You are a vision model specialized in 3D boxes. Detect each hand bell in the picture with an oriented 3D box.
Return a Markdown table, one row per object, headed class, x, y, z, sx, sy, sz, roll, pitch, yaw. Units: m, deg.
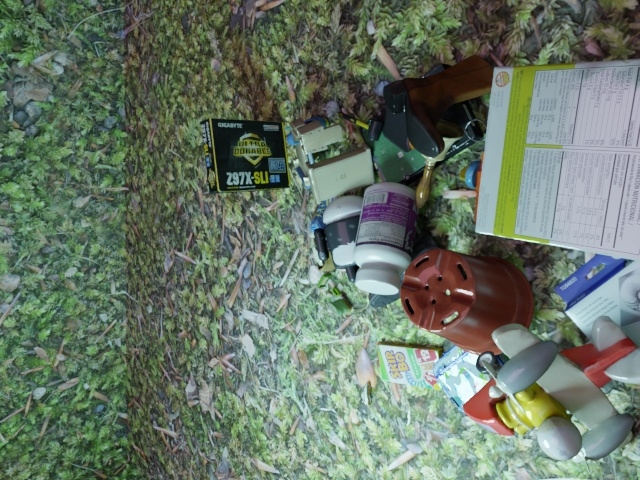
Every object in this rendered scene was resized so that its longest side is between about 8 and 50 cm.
| class | x | y | z | sx | sy | sz | roll | pitch | yaw |
| --- | --- | --- | --- | --- | --- | --- | --- | --- | --- |
| hand bell | 0.297 | -0.197 | 1.417 | 0.126 | 0.126 | 0.241 | 39 | 135 | 35 |

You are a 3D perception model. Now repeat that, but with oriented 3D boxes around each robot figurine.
| class | x | y | z | sx | sy | sz | roll | pitch | yaw |
| --- | --- | --- | --- | --- | --- | --- | --- | --- | --- |
| robot figurine | 0.108 | -0.008 | 1.664 | 0.174 | 0.209 | 0.277 | -24 | 79 | 62 |

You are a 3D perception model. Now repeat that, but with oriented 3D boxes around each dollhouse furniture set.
| class | x | y | z | sx | sy | sz | roll | pitch | yaw |
| --- | --- | --- | --- | --- | --- | --- | --- | --- | --- |
| dollhouse furniture set | 0.055 | 0.187 | 1.815 | 0.151 | 0.076 | 0.058 | 51 | 129 | 29 |
| dollhouse furniture set | 0.014 | -0.317 | 1.678 | 0.303 | 0.198 | 0.286 | -119 | 12 | -48 |

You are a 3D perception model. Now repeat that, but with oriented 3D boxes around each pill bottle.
| class | x | y | z | sx | sy | sz | roll | pitch | yaw |
| --- | --- | --- | --- | --- | --- | --- | --- | --- | --- |
| pill bottle | 0.187 | -0.003 | 1.503 | 0.169 | 0.169 | 0.301 | -9 | 61 | 46 |

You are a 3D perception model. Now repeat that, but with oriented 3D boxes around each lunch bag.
| class | x | y | z | sx | sy | sz | roll | pitch | yaw |
| --- | --- | --- | --- | --- | --- | --- | --- | --- | --- |
| lunch bag | 0.429 | 0.364 | 1.455 | 0.219 | 0.090 | 0.176 | -52 | 58 | 36 |

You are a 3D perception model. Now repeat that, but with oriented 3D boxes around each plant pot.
| class | x | y | z | sx | sy | sz | roll | pitch | yaw |
| --- | --- | --- | --- | --- | --- | --- | --- | --- | --- |
| plant pot | 0.355 | 0.146 | 1.311 | 0.273 | 0.265 | 0.272 | -15 | 67 | 39 |

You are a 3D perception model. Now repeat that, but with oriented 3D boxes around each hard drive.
| class | x | y | z | sx | sy | sz | roll | pitch | yaw |
| --- | --- | --- | --- | --- | --- | --- | --- | --- | --- |
| hard drive | 0.281 | -0.315 | 1.510 | 0.339 | 0.064 | 0.236 | -33 | 73 | 43 |

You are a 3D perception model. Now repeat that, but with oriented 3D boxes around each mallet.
| class | x | y | z | sx | sy | sz | roll | pitch | yaw |
| --- | --- | --- | --- | --- | --- | --- | --- | --- | --- |
| mallet | 0.122 | -0.372 | 1.598 | 0.190 | 0.039 | 0.062 | 44 | 127 | 37 |

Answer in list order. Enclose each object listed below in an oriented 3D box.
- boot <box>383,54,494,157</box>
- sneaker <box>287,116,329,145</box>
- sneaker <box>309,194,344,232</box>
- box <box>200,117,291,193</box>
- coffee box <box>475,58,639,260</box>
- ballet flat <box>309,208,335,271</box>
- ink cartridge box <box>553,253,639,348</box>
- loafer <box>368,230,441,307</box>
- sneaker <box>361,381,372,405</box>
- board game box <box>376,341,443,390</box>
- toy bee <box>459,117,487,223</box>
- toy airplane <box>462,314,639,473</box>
| class | x | y | z | sx | sy | sz | roll | pitch | yaw |
| --- | --- | --- | --- | --- | --- | --- | --- | --- | --- |
| boot | 0.336 | -0.341 | 1.302 | 0.096 | 0.281 | 0.264 | 79 | 169 | -48 |
| sneaker | -0.066 | -0.390 | 1.842 | 0.209 | 0.082 | 0.069 | -12 | 90 | 47 |
| sneaker | 0.023 | -0.091 | 1.765 | 0.091 | 0.126 | 0.239 | -10 | 90 | 46 |
| box | -0.265 | -0.306 | 1.885 | 0.079 | 0.322 | 0.256 | -1 | 95 | 47 |
| coffee box | 0.560 | -0.162 | 1.049 | 0.335 | 0.338 | 0.337 | 13 | 103 | 44 |
| ballet flat | 0.000 | 0.000 | 1.842 | 0.080 | 0.073 | 0.232 | -21 | 81 | 47 |
| ink cartridge box | 0.682 | 0.138 | 1.186 | 0.224 | 0.045 | 0.223 | 55 | 130 | 25 |
| loafer | 0.252 | 0.093 | 1.596 | 0.302 | 0.109 | 0.095 | -47 | 44 | 33 |
| sneaker | 0.156 | 0.531 | 1.799 | 0.037 | 0.032 | 0.083 | 6 | 100 | 45 |
| board game box | 0.278 | 0.397 | 1.653 | 0.260 | 0.039 | 0.124 | -5 | 92 | 49 |
| toy bee | 0.459 | -0.184 | 1.312 | 0.195 | 0.162 | 0.298 | 38 | 147 | 25 |
| toy airplane | 0.534 | 0.340 | 1.128 | 0.387 | 0.272 | 0.384 | 8 | 133 | 8 |
